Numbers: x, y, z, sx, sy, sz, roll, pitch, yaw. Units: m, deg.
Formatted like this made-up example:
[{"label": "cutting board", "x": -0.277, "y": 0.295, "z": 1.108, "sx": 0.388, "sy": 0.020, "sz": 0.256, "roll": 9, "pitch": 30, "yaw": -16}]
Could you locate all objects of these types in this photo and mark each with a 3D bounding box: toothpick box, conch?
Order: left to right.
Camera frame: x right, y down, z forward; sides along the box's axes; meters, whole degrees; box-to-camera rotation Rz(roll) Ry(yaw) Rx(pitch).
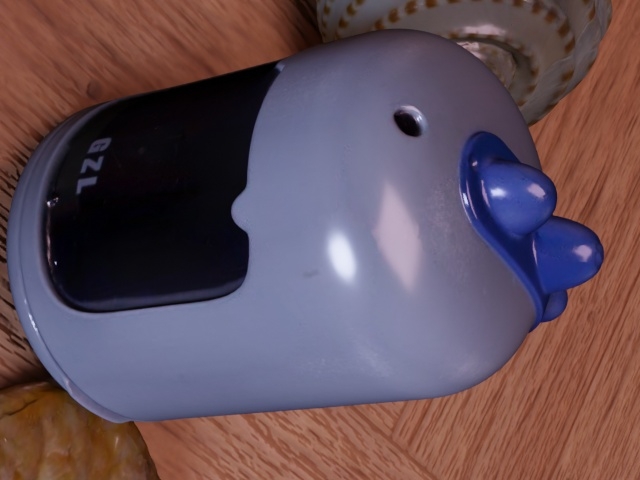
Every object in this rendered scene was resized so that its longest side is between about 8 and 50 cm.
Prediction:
[{"label": "toothpick box", "x": 0.000, "y": 0.000, "z": 0.789, "sx": 0.263, "sy": 0.354, "sz": 0.263, "roll": 15, "pitch": 71, "yaw": -49}, {"label": "conch", "x": 0.148, "y": -0.227, "z": 1.037, "sx": 0.303, "sy": 0.215, "sz": 0.319, "roll": 42, "pitch": 66, "yaw": -48}]

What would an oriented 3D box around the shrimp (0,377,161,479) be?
[{"label": "shrimp", "x": -0.272, "y": 0.272, "z": 0.781, "sx": 0.445, "sy": 0.085, "sz": 0.272, "roll": -33, "pitch": 120, "yaw": -41}]
